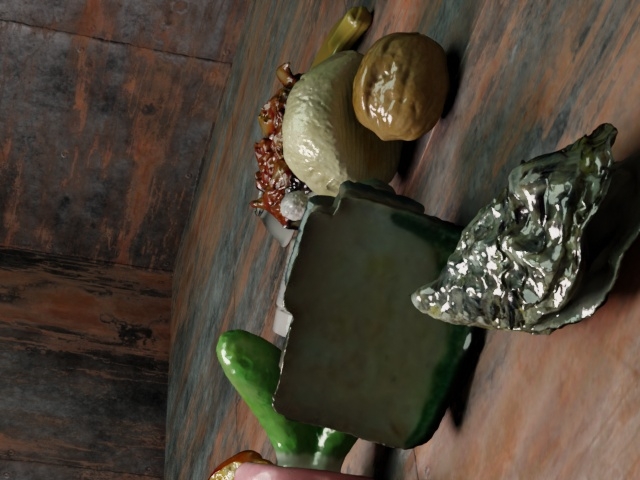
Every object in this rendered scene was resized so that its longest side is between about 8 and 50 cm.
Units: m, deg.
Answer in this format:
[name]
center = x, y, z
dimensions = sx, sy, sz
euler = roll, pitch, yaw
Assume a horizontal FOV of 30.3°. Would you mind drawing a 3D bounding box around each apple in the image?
[apple]
center = -0.144, 0.489, 2.288
dimensions = 0.158, 0.156, 0.147
euler = -54, 2, -27

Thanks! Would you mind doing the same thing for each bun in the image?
[bun]
center = 0.031, -0.175, 1.875
dimensions = 0.153, 0.244, 0.244
euler = 0, 79, 44

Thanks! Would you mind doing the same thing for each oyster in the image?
[oyster]
center = 0.210, 0.012, 1.198
dimensions = 0.162, 0.158, 0.351
euler = -48, 6, -37

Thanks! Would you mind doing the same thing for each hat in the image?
[hat]
center = 0.015, -0.054, 1.989
dimensions = 0.112, 0.162, 0.093
euler = -88, 12, -45

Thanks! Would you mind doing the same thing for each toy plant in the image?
[toy plant]
center = -0.033, 0.327, 1.704
dimensions = 0.210, 0.317, 0.356
euler = 1, 78, 44

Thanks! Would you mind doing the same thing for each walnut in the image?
[walnut]
center = 0.117, -0.227, 1.738
dimensions = 0.166, 0.149, 0.166
euler = -18, 65, 44

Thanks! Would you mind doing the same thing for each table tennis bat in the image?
[table tennis bat]
center = 0.024, -0.380, 2.376
dimensions = 0.321, 0.050, 0.198
euler = -40, 25, 63

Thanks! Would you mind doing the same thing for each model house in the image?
[model house]
center = 0.065, 0.075, 1.563
dimensions = 0.284, 0.243, 0.298
euler = -104, 30, -78

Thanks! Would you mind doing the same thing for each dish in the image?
[dish]
center = -0.098, -0.101, 2.661
dimensions = 0.229, 0.081, 0.229
euler = -170, 90, -77

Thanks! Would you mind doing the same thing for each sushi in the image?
[sushi]
center = -0.023, -0.183, 2.205
dimensions = 0.196, 0.182, 0.343
euler = 124, 150, -45

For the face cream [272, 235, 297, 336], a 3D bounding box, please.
[face cream]
center = 0.025, 0.082, 1.809
dimensions = 0.177, 0.177, 0.153
euler = -155, 76, -76
